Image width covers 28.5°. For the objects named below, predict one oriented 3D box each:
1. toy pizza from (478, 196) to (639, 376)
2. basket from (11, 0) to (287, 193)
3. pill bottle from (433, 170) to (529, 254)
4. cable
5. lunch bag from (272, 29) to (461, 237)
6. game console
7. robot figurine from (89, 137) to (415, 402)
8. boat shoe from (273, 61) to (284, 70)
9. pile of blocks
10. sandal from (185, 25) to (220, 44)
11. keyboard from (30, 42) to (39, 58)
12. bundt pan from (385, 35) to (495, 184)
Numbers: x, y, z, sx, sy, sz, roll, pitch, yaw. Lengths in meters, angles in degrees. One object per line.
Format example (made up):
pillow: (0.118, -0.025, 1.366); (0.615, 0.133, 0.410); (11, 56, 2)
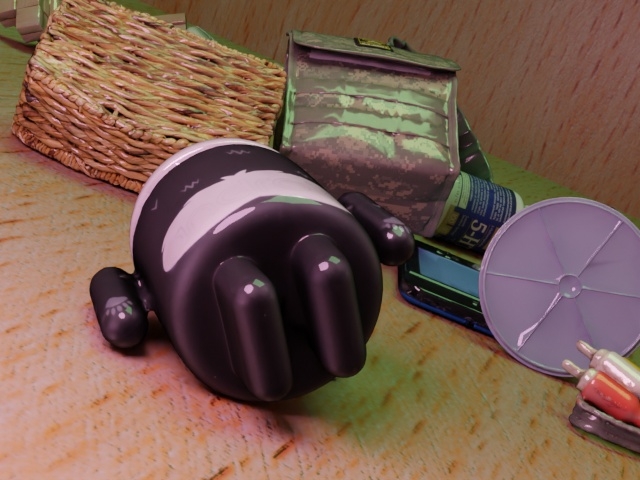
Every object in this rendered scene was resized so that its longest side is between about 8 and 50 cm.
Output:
toy pizza: (0.278, 0.052, 1.415); (0.201, 0.201, 0.032); (24, -3, 6)
basket: (-0.218, -0.122, 1.526); (0.299, 0.223, 0.213); (20, 45, -10)
pill bottle: (0.253, -0.036, 1.962); (0.186, 0.112, 0.112); (19, 12, -16)
cable: (0.361, 0.192, 1.238); (0.287, 0.072, 0.139); (28, 18, 25)
lunch bag: (0.060, -0.169, 1.680); (0.235, 0.169, 0.287); (9, 51, -6)
game console: (0.241, 0.011, 1.580); (0.250, 0.173, 0.293); (22, 11, -1)
robot figurine: (-0.054, 0.023, 0.998); (0.209, 0.174, 0.278); (23, 10, -26)
boat shoe: (0.045, -0.245, 2.365); (0.341, 0.110, 0.121); (33, 7, -9)
pile of blocks: (-0.392, -0.336, 2.201); (0.362, 0.149, 0.113); (8, 60, -22)
sandal: (-0.163, -0.273, 2.312); (0.169, 0.102, 0.416); (43, 4, 15)
keyboard: (-0.375, -0.260, 2.035); (0.192, 0.038, 0.100); (21, 35, -13)
bundt pan: (0.160, -0.176, 2.136); (0.331, 0.124, 0.331); (49, 21, -26)
